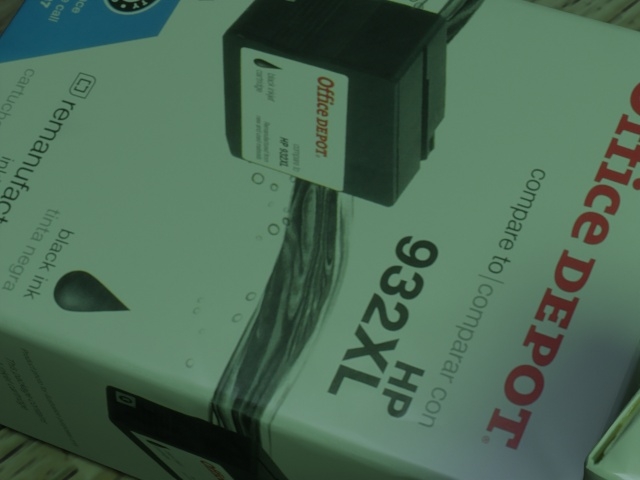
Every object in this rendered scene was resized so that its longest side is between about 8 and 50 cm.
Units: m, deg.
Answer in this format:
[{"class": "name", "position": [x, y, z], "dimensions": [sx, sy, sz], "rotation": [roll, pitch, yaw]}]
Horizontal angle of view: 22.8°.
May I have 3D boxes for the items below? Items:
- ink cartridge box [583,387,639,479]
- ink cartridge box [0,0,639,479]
[{"class": "ink cartridge box", "position": [0.187, 0.135, 0.485], "dimensions": [0.197, 0.273, 0.114], "rotation": [33, 67, 25]}, {"class": "ink cartridge box", "position": [0.000, 0.000, 0.679], "dimensions": [0.307, 0.129, 0.223], "rotation": [18, 62, 18]}]
